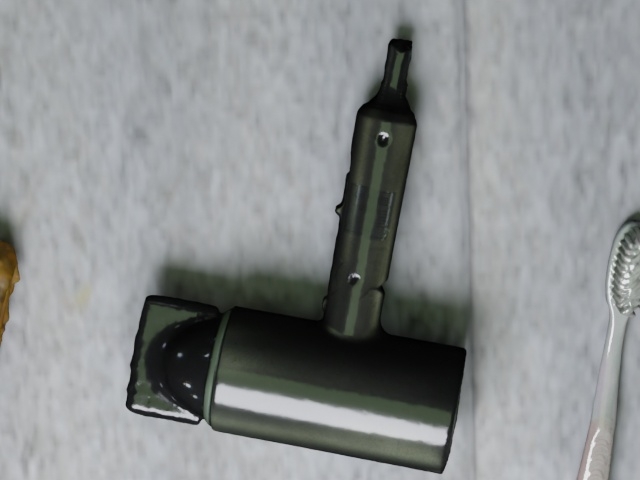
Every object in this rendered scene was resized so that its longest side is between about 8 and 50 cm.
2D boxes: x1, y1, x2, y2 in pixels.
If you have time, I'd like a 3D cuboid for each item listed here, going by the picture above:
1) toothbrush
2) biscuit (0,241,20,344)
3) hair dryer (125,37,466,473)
[{"bbox_3d":[0.167,0.136,1.138,0.025,0.029,0.307,6,107,-4],"label":"toothbrush"},{"bbox_3d":[-0.267,0.169,1.174,0.094,0.054,0.378,15,107,0],"label":"biscuit"},{"bbox_3d":[0.000,0.000,1.103,0.196,0.078,0.248,11,97,2],"label":"hair dryer"}]
